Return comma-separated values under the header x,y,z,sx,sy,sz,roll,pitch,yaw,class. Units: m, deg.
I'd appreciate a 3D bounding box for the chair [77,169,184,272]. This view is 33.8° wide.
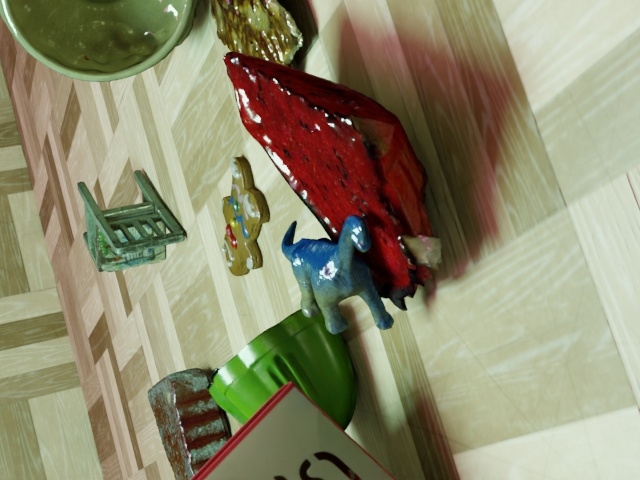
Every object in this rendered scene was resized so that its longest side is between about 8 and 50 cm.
x,y,z,sx,sy,sz,roll,pitch,yaw,class
-0.358,-0.005,1.996,0.270,0.136,0.147,48,144,48,chair

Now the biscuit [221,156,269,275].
x,y,z,sx,sy,sz,roll,pitch,yaw,class
-0.121,-0.018,1.576,0.205,0.031,0.138,107,144,-52,biscuit

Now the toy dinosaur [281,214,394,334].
x,y,z,sx,sy,sz,roll,pitch,yaw,class
0.000,0.000,1.092,0.248,0.075,0.188,49,159,49,toy dinosaur

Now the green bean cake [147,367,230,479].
x,y,z,sx,sy,sz,roll,pitch,yaw,class
-0.233,0.354,1.927,0.198,0.097,0.233,-46,59,61,green bean cake

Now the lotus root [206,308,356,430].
x,y,z,sx,sy,sz,roll,pitch,yaw,class
-0.022,0.196,1.302,0.186,0.186,0.186,168,90,-67,lotus root

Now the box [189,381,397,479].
x,y,z,sx,sy,sz,roll,pitch,yaw,class
-0.054,0.397,1.152,0.314,0.300,0.312,42,148,9,box

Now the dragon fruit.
x,y,z,sx,sy,sz,roll,pitch,yaw,class
0.032,-0.071,1.087,0.343,0.100,0.282,38,155,55,dragon fruit

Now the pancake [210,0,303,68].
x,y,z,sx,sy,sz,roll,pitch,yaw,class
-0.080,-0.299,1.311,0.257,0.056,0.212,51,153,35,pancake

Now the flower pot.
x,y,z,sx,sy,sz,roll,pitch,yaw,class
-0.329,-0.406,1.580,0.244,0.307,0.308,-109,18,-59,flower pot
